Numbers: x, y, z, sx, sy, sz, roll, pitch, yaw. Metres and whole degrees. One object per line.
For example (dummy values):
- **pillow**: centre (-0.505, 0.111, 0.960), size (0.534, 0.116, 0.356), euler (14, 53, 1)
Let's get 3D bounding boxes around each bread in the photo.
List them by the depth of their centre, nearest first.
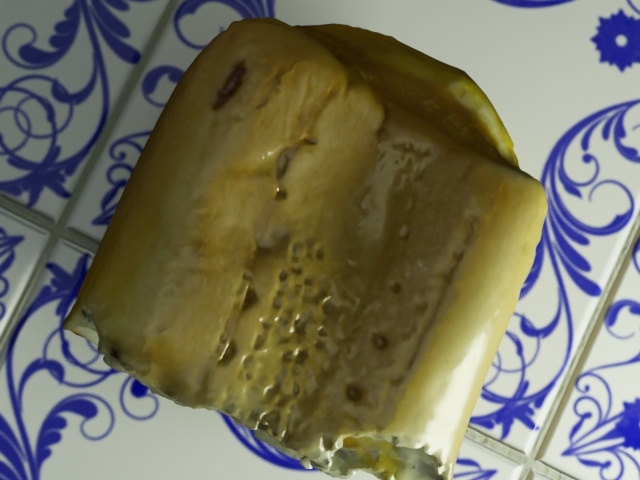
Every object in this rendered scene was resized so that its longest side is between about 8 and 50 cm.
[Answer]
- **bread**: centre (0.000, 0.000, 1.659), size (0.361, 0.250, 0.394), euler (24, 77, -9)
